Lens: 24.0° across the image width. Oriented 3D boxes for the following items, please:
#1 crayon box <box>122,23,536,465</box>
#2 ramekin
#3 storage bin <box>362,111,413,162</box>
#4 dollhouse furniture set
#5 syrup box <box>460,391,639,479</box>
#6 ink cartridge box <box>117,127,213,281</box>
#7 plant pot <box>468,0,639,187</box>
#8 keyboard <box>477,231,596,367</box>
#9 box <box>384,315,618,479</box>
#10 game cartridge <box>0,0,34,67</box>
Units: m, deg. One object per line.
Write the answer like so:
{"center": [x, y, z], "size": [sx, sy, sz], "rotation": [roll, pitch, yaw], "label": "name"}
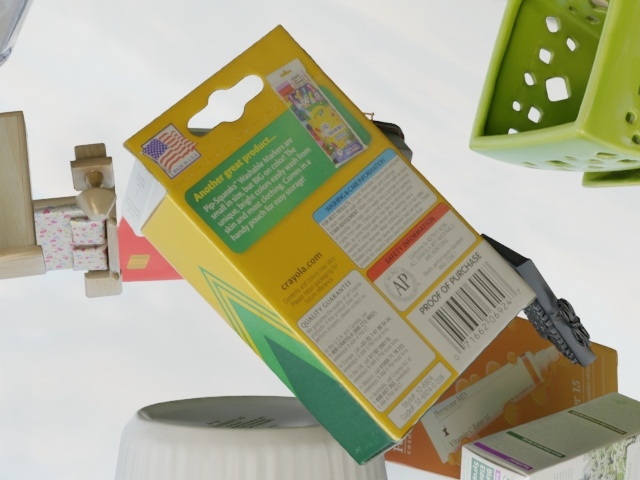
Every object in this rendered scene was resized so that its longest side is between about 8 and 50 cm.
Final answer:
{"center": [0.000, 0.000, 1.266], "size": [0.323, 0.083, 0.203], "rotation": [47, -123, 1], "label": "crayon box"}
{"center": [-0.062, 0.216, 1.366], "size": [0.273, 0.127, 0.273], "rotation": [1, -178, 0], "label": "ramekin"}
{"center": [0.054, -0.112, 1.914], "size": [0.135, 0.098, 0.091], "rotation": [7, -165, -19], "label": "storage bin"}
{"center": [-0.365, 0.037, 1.629], "size": [0.303, 0.355, 0.174], "rotation": [-6, -120, -8], "label": "dollhouse furniture set"}
{"center": [0.257, 0.237, 1.552], "size": [0.237, 0.093, 0.096], "rotation": [-12, -159, -36], "label": "syrup box"}
{"center": [-0.135, -0.032, 2.075], "size": [0.296, 0.261, 0.066], "rotation": [-2, -143, -35], "label": "ink cartridge box"}
{"center": [0.335, -0.179, 1.735], "size": [0.207, 0.228, 0.227], "rotation": [22, 169, -26], "label": "plant pot"}
{"center": [0.217, 0.066, 1.474], "size": [0.108, 0.023, 0.180], "rotation": [32, 167, 46], "label": "keyboard"}
{"center": [0.160, 0.200, 1.699], "size": [0.345, 0.215, 0.168], "rotation": [18, 151, -30], "label": "box"}
{"center": [-0.366, -0.273, 1.374], "size": [0.230, 0.068, 0.355], "rotation": [26, 155, -12], "label": "game cartridge"}
